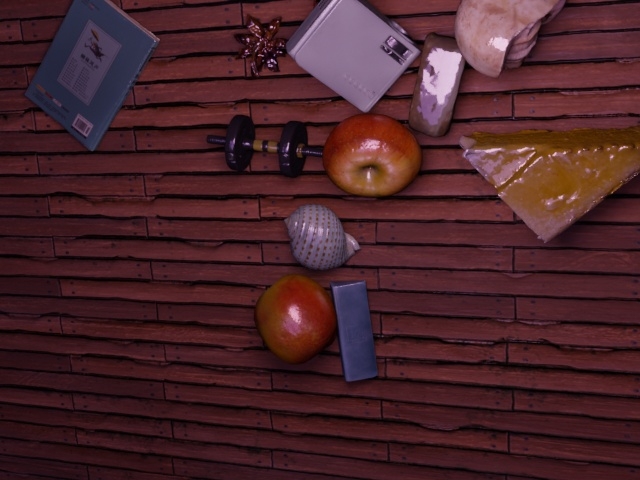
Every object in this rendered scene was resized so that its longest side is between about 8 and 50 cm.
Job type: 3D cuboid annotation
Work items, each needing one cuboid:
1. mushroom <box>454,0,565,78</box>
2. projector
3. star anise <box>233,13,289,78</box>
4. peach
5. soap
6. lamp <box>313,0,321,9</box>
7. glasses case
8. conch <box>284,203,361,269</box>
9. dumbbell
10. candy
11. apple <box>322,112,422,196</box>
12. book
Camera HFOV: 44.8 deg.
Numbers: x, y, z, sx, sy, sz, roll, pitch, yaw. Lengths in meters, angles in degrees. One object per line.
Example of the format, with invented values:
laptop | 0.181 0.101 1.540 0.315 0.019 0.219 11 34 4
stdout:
mushroom | 0.395 -0.483 1.702 0.254 0.195 0.189 -42 76 -9
projector | 0.077 -0.449 1.801 0.250 0.108 0.198 31 116 -26
star anise | -0.144 -0.490 1.941 0.168 0.057 0.167 1 95 15
peach | -0.064 0.207 2.013 0.231 0.231 0.230 5 106 17
soap | 0.533 -0.216 1.735 0.304 0.169 0.339 44 112 -8
lamp | 0.032 -0.562 1.842 0.108 0.092 0.107 -18 62 40
glasses case | 0.084 0.240 2.059 0.105 0.056 0.265 -4 103 20
conch | -0.005 0.001 1.984 0.200 0.131 0.172 29 110 10
dumbbell | -0.135 -0.238 1.956 0.326 0.143 0.143 9 107 16
candy | 0.275 -0.360 1.813 0.104 0.102 0.233 16 107 13
apple | 0.125 -0.208 1.859 0.235 0.173 0.210 15 137 0
book | -0.629 -0.469 2.114 0.264 0.031 0.379 40 112 4
